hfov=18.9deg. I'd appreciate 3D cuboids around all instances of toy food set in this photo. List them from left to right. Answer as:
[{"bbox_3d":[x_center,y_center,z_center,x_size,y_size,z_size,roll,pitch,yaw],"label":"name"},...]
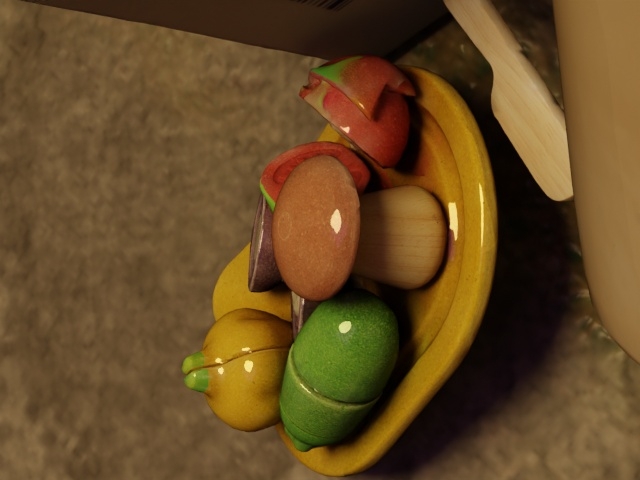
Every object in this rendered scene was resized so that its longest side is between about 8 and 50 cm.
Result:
[{"bbox_3d":[0.000,0.000,0.712,0.218,0.071,0.128,-56,43,41],"label":"toy food set"}]

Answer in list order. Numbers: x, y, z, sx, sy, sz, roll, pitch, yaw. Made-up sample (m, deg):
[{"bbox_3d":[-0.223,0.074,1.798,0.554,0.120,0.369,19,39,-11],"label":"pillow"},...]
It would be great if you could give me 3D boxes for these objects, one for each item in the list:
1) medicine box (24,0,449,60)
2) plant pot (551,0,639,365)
[{"bbox_3d":[-0.048,-0.228,0.668,0.149,0.263,0.289,-33,74,25],"label":"medicine box"},{"bbox_3d":[0.190,-0.098,0.538,0.323,0.323,0.280,19,117,29],"label":"plant pot"}]
